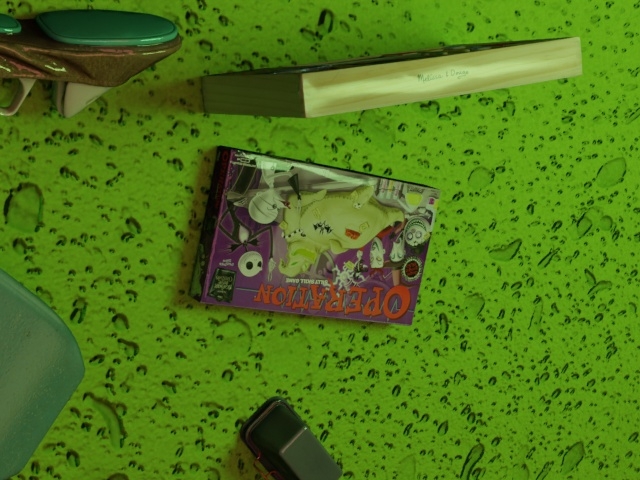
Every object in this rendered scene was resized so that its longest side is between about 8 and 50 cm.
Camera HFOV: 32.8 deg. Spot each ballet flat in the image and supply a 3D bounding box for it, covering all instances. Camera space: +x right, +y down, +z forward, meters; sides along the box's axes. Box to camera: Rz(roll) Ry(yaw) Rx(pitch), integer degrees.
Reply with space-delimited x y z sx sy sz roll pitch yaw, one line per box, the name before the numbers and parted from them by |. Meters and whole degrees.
ballet flat | -0.329 -0.200 1.236 0.342 0.116 0.124 -4 123 -30

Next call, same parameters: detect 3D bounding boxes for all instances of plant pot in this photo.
plant pot | -0.409 0.131 1.180 0.247 0.248 0.252 -57 137 -9

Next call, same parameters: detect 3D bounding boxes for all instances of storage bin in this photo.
storage bin | -0.038 0.299 1.517 0.098 0.091 0.135 -43 118 -16

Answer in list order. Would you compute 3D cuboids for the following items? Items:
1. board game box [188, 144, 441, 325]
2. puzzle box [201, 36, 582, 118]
board game box | 0.000 0.000 1.503 0.346 0.056 0.208 8 101 -32
puzzle box | 0.088 -0.208 1.378 0.408 0.272 0.052 -12 102 -29
